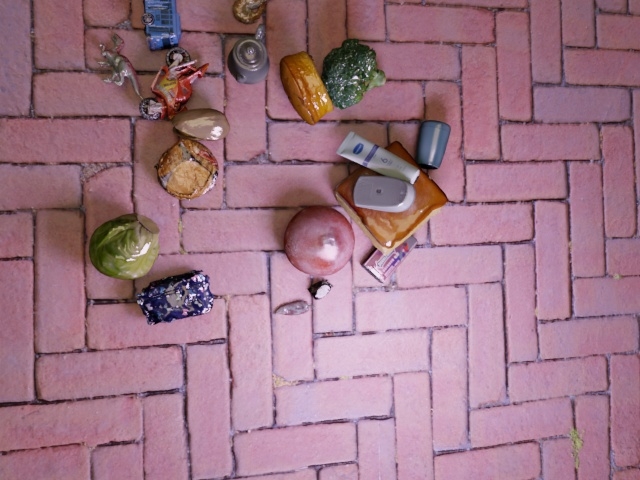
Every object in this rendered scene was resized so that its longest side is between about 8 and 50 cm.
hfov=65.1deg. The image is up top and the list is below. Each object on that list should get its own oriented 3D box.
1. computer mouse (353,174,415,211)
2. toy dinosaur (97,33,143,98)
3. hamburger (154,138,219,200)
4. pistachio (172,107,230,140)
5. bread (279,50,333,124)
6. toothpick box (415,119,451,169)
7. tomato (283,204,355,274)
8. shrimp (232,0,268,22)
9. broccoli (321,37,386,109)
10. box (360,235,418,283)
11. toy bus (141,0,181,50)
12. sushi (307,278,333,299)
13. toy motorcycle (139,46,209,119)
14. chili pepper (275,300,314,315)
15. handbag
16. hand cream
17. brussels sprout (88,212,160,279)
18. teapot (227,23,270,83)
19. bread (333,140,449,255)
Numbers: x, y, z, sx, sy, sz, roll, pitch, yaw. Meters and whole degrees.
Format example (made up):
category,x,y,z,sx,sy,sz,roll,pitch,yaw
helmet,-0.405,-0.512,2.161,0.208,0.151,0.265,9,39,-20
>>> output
category,x,y,z,sx,sy,sz,roll,pitch,yaw
computer mouse,0.230,-0.169,1.821,0.231,0.079,0.127,11,82,22
toy dinosaur,-0.713,-0.624,1.825,0.242,0.053,0.167,39,76,1
hamburger,-0.485,-0.255,1.840,0.231,0.107,0.230,-1,94,-11
pistachio,-0.436,-0.418,1.833,0.206,0.129,0.131,-6,59,-13
bread,-0.060,-0.567,1.872,0.143,0.195,0.269,-29,103,0
toothpick box,0.446,-0.379,2.008,0.120,0.120,0.184,12,89,-10
tomato,0.000,0.000,1.864,0.271,0.227,0.270,0,90,-13
shrimp,-0.251,-0.900,1.924,0.180,0.041,0.099,-28,95,-10
broccoli,0.142,-0.638,1.914,0.269,0.269,0.253,-5,95,-11
box,0.275,0.052,1.994,0.120,0.069,0.224,40,82,-7
toy bus,-0.580,-0.821,1.823,0.134,0.116,0.233,-4,88,-14
sushi,0.003,0.187,1.933,0.085,0.083,0.056,-39,95,-7
toy motorcycle,-0.538,-0.558,1.841,0.171,0.089,0.298,26,84,-10
chili pepper,-0.099,0.264,1.936,0.153,0.041,0.050,-11,71,5
handbag,-0.522,0.206,1.822,0.260,0.113,0.161,-15,98,-12
hand cream,0.221,-0.299,1.876,0.321,0.067,0.109,30,77,16
brussels sprout,-0.681,0.021,1.753,0.244,0.244,0.243,0,89,-11
teapot,-0.261,-0.693,1.865,0.163,0.149,0.239,24,85,-8
bread,0.270,-0.165,1.929,0.333,0.143,0.323,-39,79,-9
